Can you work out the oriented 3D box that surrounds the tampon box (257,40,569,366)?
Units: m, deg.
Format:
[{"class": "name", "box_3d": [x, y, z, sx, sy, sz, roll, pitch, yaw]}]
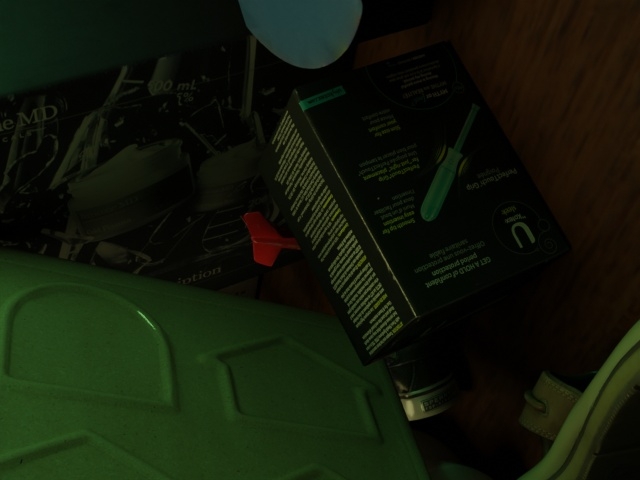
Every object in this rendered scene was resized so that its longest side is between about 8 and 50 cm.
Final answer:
[{"class": "tampon box", "box_3d": [0.054, -0.023, 0.613, 0.161, 0.120, 0.101, 62, 155, 15]}]

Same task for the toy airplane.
[{"class": "toy airplane", "box_3d": [0.000, 0.000, 0.768, 0.151, 0.028, 0.151, 14, 143, 11]}]

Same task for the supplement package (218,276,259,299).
[{"class": "supplement package", "box_3d": [-0.192, 0.044, 1.118, 0.177, 0.175, 0.293, 56, 153, 28]}]

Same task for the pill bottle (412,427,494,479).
[{"class": "pill bottle", "box_3d": [0.028, 0.243, 0.811, 0.318, 0.176, 0.176, -17, 94, 64]}]

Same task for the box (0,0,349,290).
[{"class": "box", "box_3d": [-0.178, -0.085, 0.777, 0.179, 0.343, 0.312, 56, 154, 30]}]

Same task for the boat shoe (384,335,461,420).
[{"class": "boat shoe", "box_3d": [0.039, 0.110, 0.820, 0.219, 0.078, 0.070, -16, 95, 58]}]

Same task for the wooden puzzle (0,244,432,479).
[{"class": "wooden puzzle", "box_3d": [-0.081, 0.138, 0.586, 0.080, 0.322, 0.348, -65, 25, 23]}]

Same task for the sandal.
[{"class": "sandal", "box_3d": [0.168, 0.099, 0.520, 0.303, 0.120, 0.086, 108, 163, -53]}]

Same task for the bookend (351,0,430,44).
[{"class": "bookend", "box_3d": [0.004, -0.233, 0.607, 0.156, 0.072, 0.157, 48, 148, 39]}]

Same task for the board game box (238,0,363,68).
[{"class": "board game box", "box_3d": [-0.015, -0.188, 0.558, 0.133, 0.033, 0.168, 14, 127, 55]}]
